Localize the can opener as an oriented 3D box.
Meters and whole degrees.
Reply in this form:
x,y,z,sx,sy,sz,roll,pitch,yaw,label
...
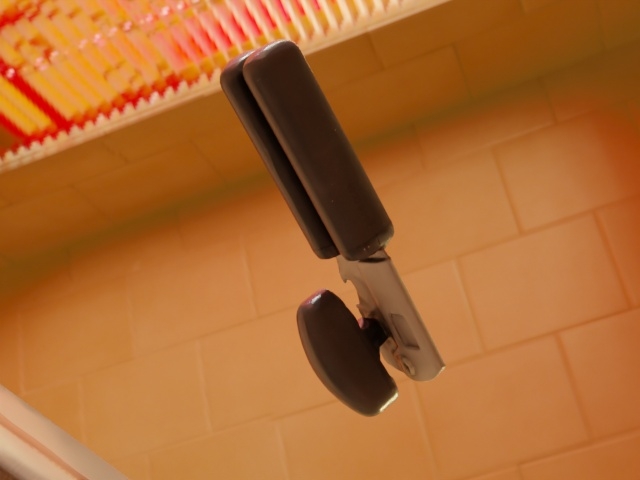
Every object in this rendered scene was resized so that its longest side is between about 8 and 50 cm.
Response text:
x,y,z,sx,sy,sz,roll,pitch,yaw,label
0.000,0.000,0.704,0.076,0.095,0.283,0,123,59,can opener

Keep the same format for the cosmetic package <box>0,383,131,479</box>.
x,y,z,sx,sy,sz,roll,pitch,yaw,label
-0.221,0.176,0.586,0.296,0.153,0.129,36,178,-4,cosmetic package
